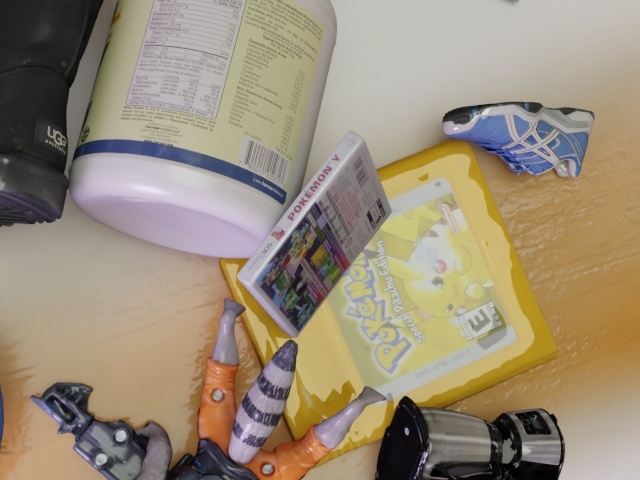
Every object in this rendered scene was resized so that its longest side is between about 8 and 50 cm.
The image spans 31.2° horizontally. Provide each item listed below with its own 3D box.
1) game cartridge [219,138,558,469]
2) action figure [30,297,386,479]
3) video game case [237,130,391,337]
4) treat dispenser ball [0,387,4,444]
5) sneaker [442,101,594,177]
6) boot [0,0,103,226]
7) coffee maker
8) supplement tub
[{"bbox_3d":[0.075,0.067,1.312,0.323,0.052,0.285,-23,89,-12],"label":"game cartridge"},{"bbox_3d":[-0.145,0.223,1.193,0.341,0.178,0.330,33,86,-1],"label":"action figure"},{"bbox_3d":[0.000,0.000,1.190,0.023,0.201,0.183,34,80,20],"label":"video game case"},{"bbox_3d":[-0.450,0.174,1.093,0.288,0.288,0.288,1,85,-10],"label":"treat dispenser ball"},{"bbox_3d":[0.232,-0.117,1.322,0.211,0.080,0.081,2,93,-29],"label":"sneaker"},{"bbox_3d":[-0.377,-0.235,1.200,0.367,0.146,0.445,-1,72,23],"label":"boot"},{"bbox_3d":[0.160,0.256,1.273,0.178,0.171,0.120,8,50,-19],"label":"coffee maker"},{"bbox_3d":[-0.113,-0.165,1.199,0.235,0.235,0.325,15,75,-8],"label":"supplement tub"}]
